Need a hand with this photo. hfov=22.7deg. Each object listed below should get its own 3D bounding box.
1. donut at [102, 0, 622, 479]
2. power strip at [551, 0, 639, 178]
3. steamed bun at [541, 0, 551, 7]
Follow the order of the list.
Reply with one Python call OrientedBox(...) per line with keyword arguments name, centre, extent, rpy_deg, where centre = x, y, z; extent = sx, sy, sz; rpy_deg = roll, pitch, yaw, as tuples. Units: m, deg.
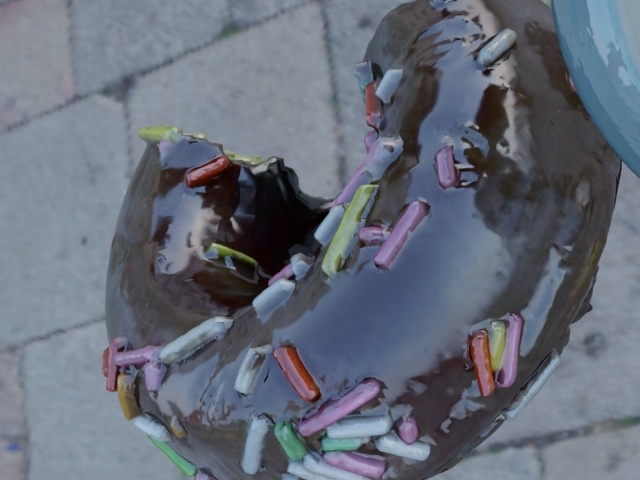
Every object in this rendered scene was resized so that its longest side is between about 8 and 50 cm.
OrientedBox(name="donut", centre=(0.000, 0.018, 0.874), extent=(0.345, 0.136, 0.259), rpy_deg=(-21, 47, 43))
OrientedBox(name="power strip", centre=(0.179, -0.090, 0.646), extent=(0.168, 0.253, 0.054), rpy_deg=(-63, 14, -13))
OrientedBox(name="steamed bun", centre=(0.338, -0.385, 1.963), extent=(0.268, 0.280, 0.207), rpy_deg=(132, 144, -60))
